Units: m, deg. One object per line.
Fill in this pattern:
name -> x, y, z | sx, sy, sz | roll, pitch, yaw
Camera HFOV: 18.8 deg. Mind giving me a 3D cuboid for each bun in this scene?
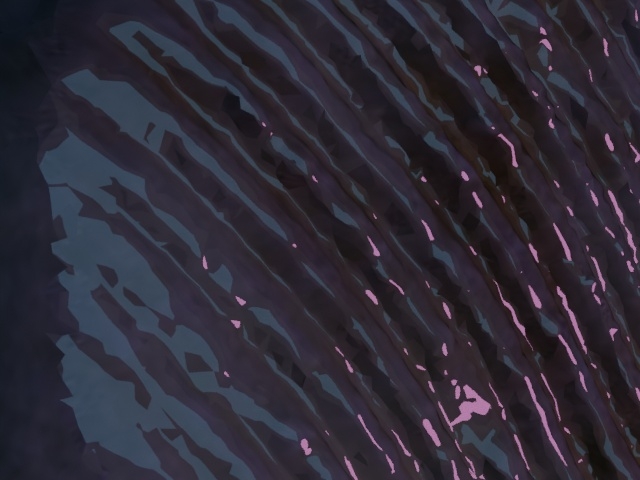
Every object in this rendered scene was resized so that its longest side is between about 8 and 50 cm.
bun -> 0.000, 0.000, 0.602 | 0.362, 0.211, 0.362 | 8, 77, -40
